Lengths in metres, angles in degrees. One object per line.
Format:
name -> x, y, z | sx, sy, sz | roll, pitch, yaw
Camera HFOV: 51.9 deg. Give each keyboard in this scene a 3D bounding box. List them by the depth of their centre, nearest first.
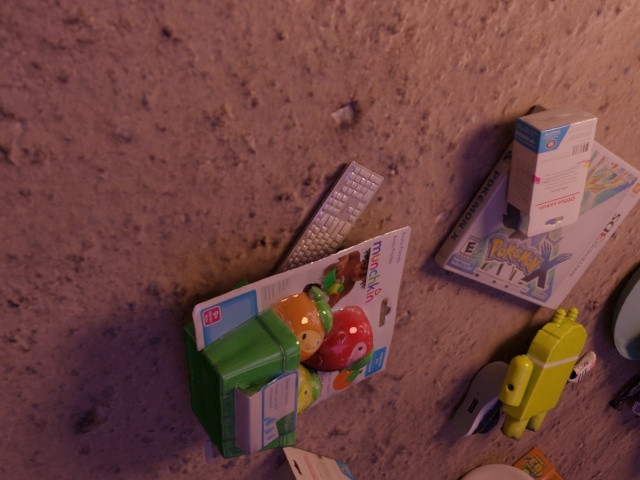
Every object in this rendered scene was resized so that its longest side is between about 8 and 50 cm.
keyboard -> 0.000, 0.000, 0.978 | 0.072, 0.014, 0.256 | 24, 108, -36

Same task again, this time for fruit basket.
fruit basket -> -0.015, 0.164, 0.974 | 0.353, 0.165, 0.327 | -16, 132, -25

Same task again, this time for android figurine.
android figurine -> 0.439, 0.257, 1.293 | 0.248, 0.056, 0.272 | 0, 112, -47

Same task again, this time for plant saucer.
plant saucer -> 0.744, 0.119, 1.409 | 0.318, 0.043, 0.317 | -13, 125, -19

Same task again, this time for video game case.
video game case -> 0.392, -0.037, 1.136 | 0.329, 0.036, 0.300 | 20, 109, -34

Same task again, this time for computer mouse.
computer mouse -> 0.790, 0.400, 1.615 | 0.193, 0.042, 0.106 | 35, 96, -32

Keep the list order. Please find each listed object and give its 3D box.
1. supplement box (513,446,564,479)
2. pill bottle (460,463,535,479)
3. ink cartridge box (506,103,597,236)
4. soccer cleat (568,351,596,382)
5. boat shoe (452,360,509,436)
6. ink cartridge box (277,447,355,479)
supplement box -> 0.552, 0.591, 1.592 | 0.080, 0.078, 0.233 | -42, 130, 3
pill bottle -> 0.429, 0.694, 1.510 | 0.210, 0.210, 0.362 | -28, 128, -8
ink cartridge box -> 0.349, -0.105, 1.008 | 0.104, 0.061, 0.181 | -15, 125, -17
soccer cleat -> 0.567, 0.276, 1.430 | 0.036, 0.029, 0.083 | 10, 119, -36
boat shoe -> 0.340, 0.318, 1.326 | 0.083, 0.065, 0.183 | 10, 117, -41
ink cartridge box -> -0.009, 0.447, 1.201 | 0.180, 0.104, 0.060 | 31, 104, -37
